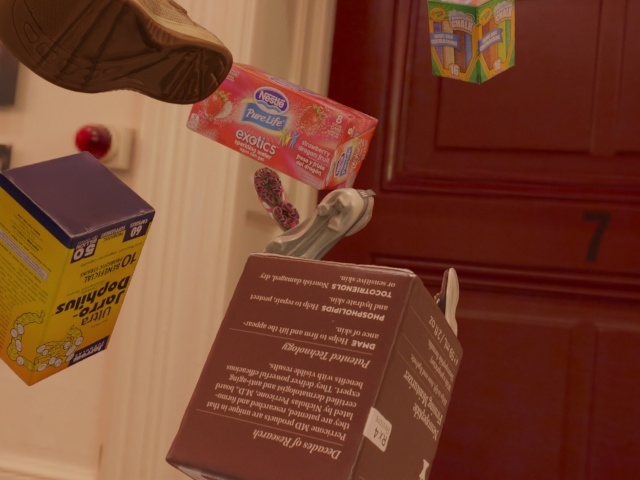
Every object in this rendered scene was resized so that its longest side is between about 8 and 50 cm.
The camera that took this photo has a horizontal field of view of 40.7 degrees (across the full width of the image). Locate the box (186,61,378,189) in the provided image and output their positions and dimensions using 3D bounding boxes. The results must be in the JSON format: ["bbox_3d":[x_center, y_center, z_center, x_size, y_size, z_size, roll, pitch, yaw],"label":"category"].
[{"bbox_3d":[-0.059,-0.181,1.337,0.257,0.123,0.128,27,15,20],"label":"box"}]

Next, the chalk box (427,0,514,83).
[{"bbox_3d":[0.314,-0.453,1.786,0.132,0.213,0.132,-32,38,-33],"label":"chalk box"}]

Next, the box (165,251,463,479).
[{"bbox_3d":[0.006,0.142,0.758,0.167,0.203,0.168,6,-27,28],"label":"box"}]

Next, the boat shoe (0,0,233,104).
[{"bbox_3d":[-0.233,-0.232,0.935,0.110,0.121,0.341,51,17,20],"label":"boat shoe"}]

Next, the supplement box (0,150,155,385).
[{"bbox_3d":[-0.474,0.050,1.557,0.195,0.356,0.194,39,34,19],"label":"supplement box"}]

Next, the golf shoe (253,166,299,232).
[{"bbox_3d":[-0.110,-0.090,2.084,0.067,0.186,0.086,-23,-22,-11],"label":"golf shoe"}]

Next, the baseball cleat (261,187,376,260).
[{"bbox_3d":[0.000,0.000,1.195,0.206,0.072,0.109,-37,-16,34],"label":"baseball cleat"}]

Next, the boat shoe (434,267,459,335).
[{"bbox_3d":[0.196,0.105,1.371,0.038,0.125,0.046,-3,-13,31],"label":"boat shoe"}]
